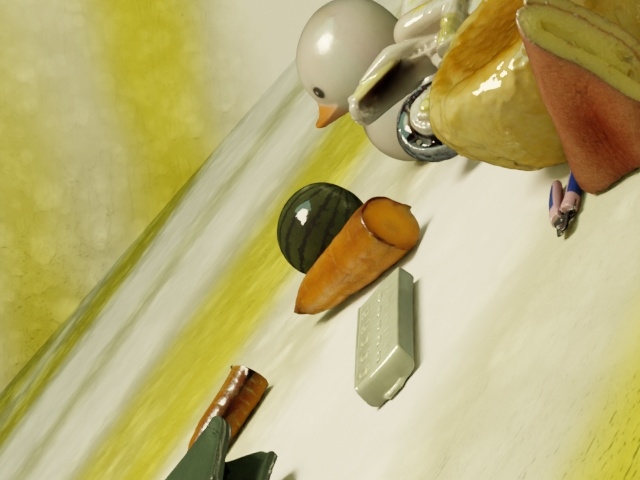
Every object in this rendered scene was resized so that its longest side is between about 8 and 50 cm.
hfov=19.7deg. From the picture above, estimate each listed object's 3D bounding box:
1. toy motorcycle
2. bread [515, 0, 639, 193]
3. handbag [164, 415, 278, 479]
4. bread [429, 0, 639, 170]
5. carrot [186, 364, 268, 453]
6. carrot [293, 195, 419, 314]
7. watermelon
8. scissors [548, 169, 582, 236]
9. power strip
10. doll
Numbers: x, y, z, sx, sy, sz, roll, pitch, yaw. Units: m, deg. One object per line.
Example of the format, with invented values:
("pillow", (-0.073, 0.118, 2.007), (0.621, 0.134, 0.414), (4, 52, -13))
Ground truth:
("toy motorcycle", (0.165, -0.244, 1.968), (0.223, 0.108, 0.341), (35, 84, 36))
("bread", (0.230, -0.112, 1.472), (0.119, 0.192, 0.067), (15, 54, 37))
("handbag", (-0.145, 0.315, 1.675), (0.260, 0.079, 0.247), (-50, 14, 27))
("bread", (0.209, -0.161, 1.665), (0.244, 0.134, 0.244), (-45, 13, 14))
("carrot", (-0.111, 0.199, 1.998), (0.139, 0.048, 0.048), (-57, 12, -22))
("carrot", (0.023, 0.030, 1.961), (0.205, 0.072, 0.072), (-43, 13, 43))
("watermelon", (0.000, 0.000, 2.072), (0.105, 0.105, 0.133), (-88, 15, -72))
("scissors", (0.207, -0.033, 1.560), (0.039, 0.012, 0.113), (-46, 12, 26))
("power strip", (0.062, 0.082, 1.731), (0.060, 0.027, 0.253), (-48, 12, 16))
("doll", (0.088, -0.216, 2.118), (0.251, 0.221, 0.221), (-51, 11, 3))
